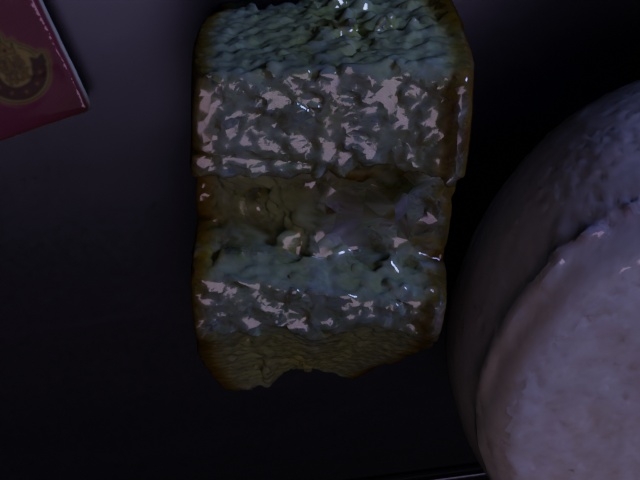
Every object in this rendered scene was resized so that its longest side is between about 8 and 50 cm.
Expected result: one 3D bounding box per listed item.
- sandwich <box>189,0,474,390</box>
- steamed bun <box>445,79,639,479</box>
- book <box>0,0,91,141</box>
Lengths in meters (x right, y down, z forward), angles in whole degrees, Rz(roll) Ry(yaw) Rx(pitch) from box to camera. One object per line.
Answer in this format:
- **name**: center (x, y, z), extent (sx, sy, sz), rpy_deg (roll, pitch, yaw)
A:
- **sandwich**: center (0.000, 0.000, 0.589), extent (0.122, 0.128, 0.236), rpy_deg (1, 119, -2)
- **steamed bun**: center (0.204, 0.033, 0.609), extent (0.283, 0.177, 0.283), rpy_deg (1, 123, 2)
- **book**: center (-0.222, -0.131, 0.531), extent (0.162, 0.022, 0.232), rpy_deg (-20, 122, 1)
